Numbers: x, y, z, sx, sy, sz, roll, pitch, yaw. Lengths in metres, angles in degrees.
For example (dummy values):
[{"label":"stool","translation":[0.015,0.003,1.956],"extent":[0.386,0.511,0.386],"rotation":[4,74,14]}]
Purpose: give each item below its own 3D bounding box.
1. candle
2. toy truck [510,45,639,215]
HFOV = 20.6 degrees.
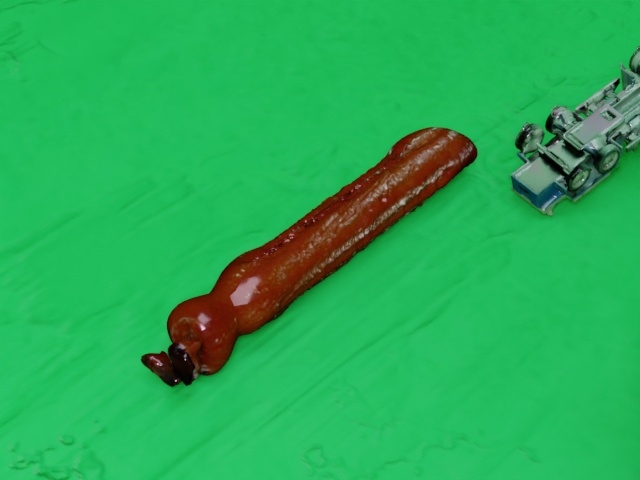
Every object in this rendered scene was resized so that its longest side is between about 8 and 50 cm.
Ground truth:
[{"label":"candle","translation":[0.000,0.000,1.184],"extent":[0.051,0.048,0.329],"rotation":[41,48,14]},{"label":"toy truck","translation":[0.216,-0.073,1.299],"extent":[0.175,0.081,0.067],"rotation":[-37,56,-17]}]
